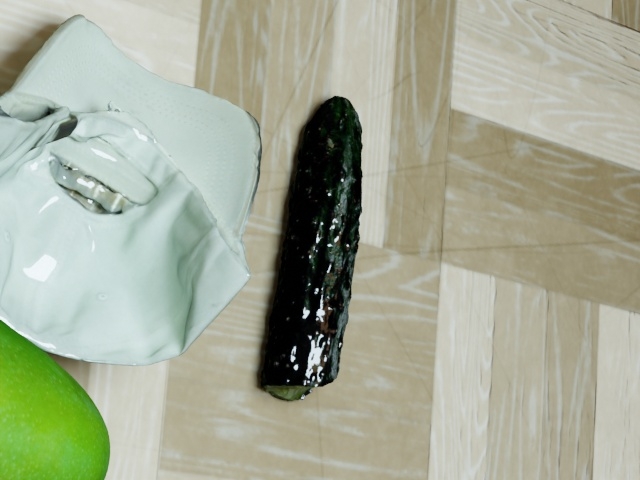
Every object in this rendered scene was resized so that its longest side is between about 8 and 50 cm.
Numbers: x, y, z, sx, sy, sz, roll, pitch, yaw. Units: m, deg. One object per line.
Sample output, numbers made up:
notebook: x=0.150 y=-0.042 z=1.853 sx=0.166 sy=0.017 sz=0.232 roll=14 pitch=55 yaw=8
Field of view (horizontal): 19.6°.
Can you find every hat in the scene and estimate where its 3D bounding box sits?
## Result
hat: x=-0.190 y=-0.050 z=1.575 sx=0.258 sy=0.168 sz=0.301 roll=33 pitch=38 yaw=-16

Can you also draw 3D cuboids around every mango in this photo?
mango: x=-0.301 y=0.131 z=1.387 sx=0.382 sy=0.225 sz=0.201 roll=24 pitch=75 yaw=-57

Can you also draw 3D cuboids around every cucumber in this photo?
cucumber: x=0.000 y=0.000 z=1.758 sx=0.072 sy=0.081 sz=0.303 roll=11 pitch=75 yaw=-10
